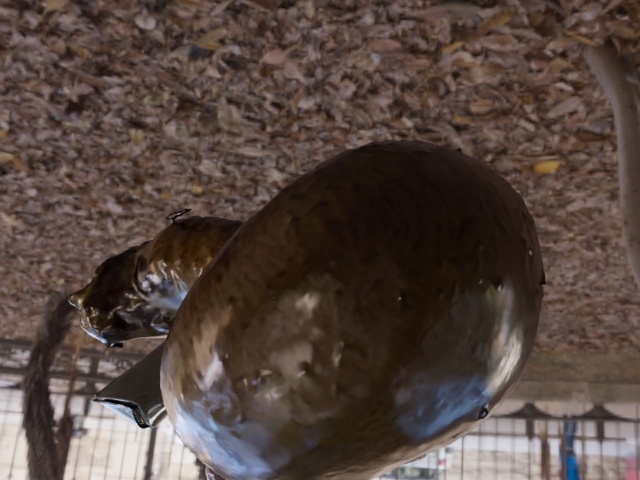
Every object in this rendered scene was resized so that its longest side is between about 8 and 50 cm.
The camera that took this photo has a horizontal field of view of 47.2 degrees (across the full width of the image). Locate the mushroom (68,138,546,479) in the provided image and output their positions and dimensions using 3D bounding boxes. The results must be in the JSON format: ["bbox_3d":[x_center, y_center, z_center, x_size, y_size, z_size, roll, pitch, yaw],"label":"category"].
[{"bbox_3d":[0.007,0.040,0.630,0.331,0.356,0.334,7,124,-35],"label":"mushroom"}]

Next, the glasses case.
[{"bbox_3d":[-0.295,0.259,1.394,0.128,0.083,0.308,5,-159,23],"label":"glasses case"}]

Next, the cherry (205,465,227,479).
[{"bbox_3d":[-0.137,0.424,1.307,0.126,0.106,0.087,45,-178,7],"label":"cherry"}]
